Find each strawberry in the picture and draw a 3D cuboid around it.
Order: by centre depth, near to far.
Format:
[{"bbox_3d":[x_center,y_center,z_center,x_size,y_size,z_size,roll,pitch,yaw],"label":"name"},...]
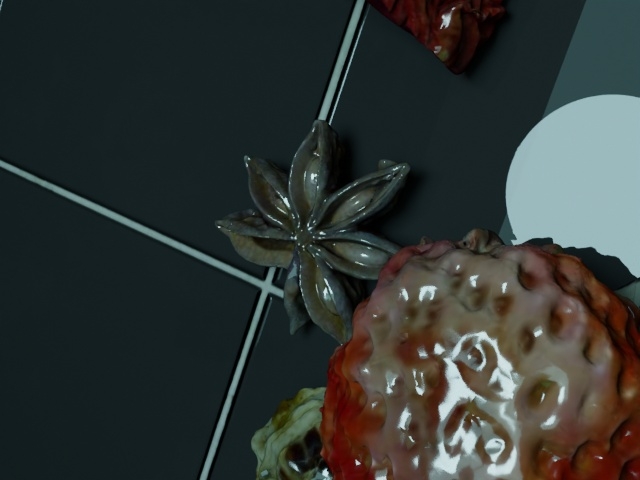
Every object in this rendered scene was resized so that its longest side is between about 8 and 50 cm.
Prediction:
[{"bbox_3d":[0.113,0.153,0.548,0.265,0.149,0.335,3,69,16],"label":"strawberry"}]

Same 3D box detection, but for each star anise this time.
[{"bbox_3d":[0.008,-0.013,0.732,0.197,0.073,0.212,-41,74,24],"label":"star anise"}]

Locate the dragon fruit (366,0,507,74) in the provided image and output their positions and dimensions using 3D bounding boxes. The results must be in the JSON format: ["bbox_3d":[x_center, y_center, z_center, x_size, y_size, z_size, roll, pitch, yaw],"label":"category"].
[{"bbox_3d":[0.073,-0.306,0.679,0.302,0.240,0.330,-28,99,-4],"label":"dragon fruit"}]

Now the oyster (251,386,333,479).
[{"bbox_3d":[0.032,0.293,0.684,0.198,0.133,0.336,-21,75,33],"label":"oyster"}]

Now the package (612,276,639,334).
[{"bbox_3d":[0.217,0.120,0.646,0.239,0.030,0.154,-21,78,26],"label":"package"}]
